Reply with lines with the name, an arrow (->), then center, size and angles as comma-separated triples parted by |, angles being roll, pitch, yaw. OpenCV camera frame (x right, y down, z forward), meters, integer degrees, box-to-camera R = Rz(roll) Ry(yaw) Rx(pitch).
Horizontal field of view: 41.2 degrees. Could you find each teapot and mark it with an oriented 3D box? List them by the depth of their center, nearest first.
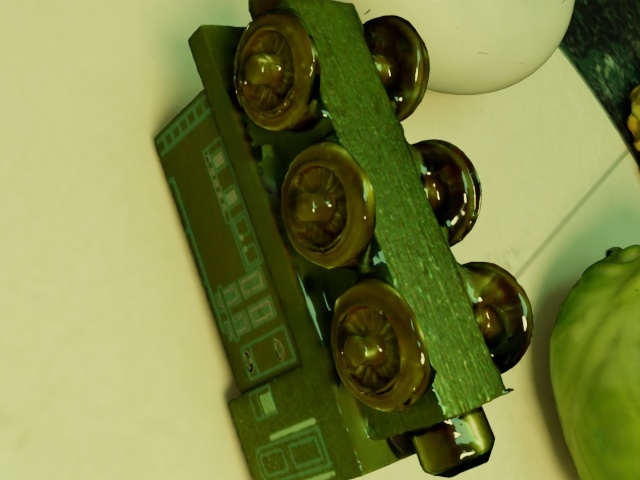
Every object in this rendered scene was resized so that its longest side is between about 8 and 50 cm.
teapot -> 0.075, -0.191, 0.519 | 0.298, 0.139, 0.204 | -9, 80, -42

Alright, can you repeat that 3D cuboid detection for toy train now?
toy train -> 0.000, 0.000, 0.381 | 0.090, 0.137, 0.225 | -8, 73, -43

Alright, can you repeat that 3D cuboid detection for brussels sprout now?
brussels sprout -> 0.238, 0.095, 0.528 | 0.223, 0.161, 0.223 | 9, 55, -13

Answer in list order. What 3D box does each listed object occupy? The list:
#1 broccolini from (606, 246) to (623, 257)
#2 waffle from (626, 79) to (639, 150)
broccolini -> 0.276, 0.024, 0.673 | 0.140, 0.030, 0.035 | 19, 53, -28
waffle -> 0.335, -0.082, 0.754 | 0.191, 0.038, 0.191 | 16, 62, -33
